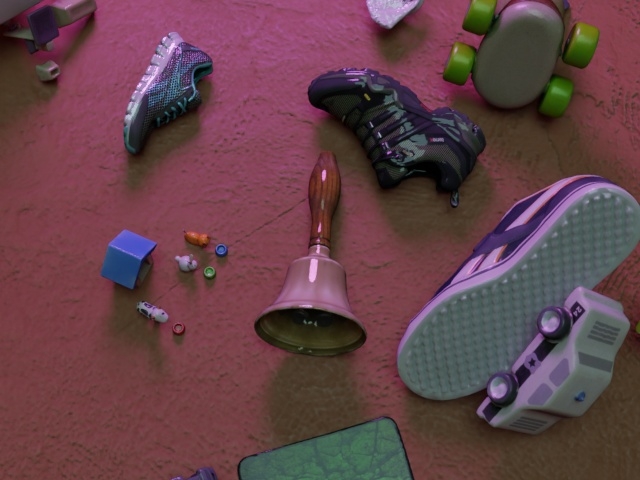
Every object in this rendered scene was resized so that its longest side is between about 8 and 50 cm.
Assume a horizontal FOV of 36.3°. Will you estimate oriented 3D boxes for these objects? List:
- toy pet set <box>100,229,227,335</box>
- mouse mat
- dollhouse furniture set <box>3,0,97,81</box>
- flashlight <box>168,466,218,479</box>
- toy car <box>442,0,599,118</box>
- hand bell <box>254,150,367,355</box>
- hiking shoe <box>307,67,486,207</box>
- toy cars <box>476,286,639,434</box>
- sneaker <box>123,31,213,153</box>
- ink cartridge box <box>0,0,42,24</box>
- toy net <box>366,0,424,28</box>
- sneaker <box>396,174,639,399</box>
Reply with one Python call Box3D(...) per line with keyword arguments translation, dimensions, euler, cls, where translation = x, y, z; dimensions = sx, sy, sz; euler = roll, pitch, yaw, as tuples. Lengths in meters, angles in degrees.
Box3D(translation=(-0.184, 0.029, 1.127), dimensions=(0.114, 0.065, 0.122), euler=(24, 73, 6), cls="toy pet set")
Box3D(translation=(0.015, 0.291, 1.083), dimensions=(0.190, 0.007, 0.152), euler=(-16, 74, -6), cls="mouse mat")
Box3D(translation=(-0.341, -0.269, 1.240), dimensions=(0.081, 0.091, 0.114), euler=(16, 42, 33), cls="dollhouse furniture set")
Box3D(translation=(-0.103, 0.392, 0.998), dimensions=(0.103, 0.103, 0.304), euler=(-24, 76, -6), cls="flashlight")
Box3D(translation=(0.254, -0.269, 1.225), dimensions=(0.155, 0.149, 0.188), euler=(19, 44, 0), cls="toy car")
Box3D(translation=(0.000, 0.000, 1.139), dimensions=(0.126, 0.126, 0.242), euler=(6, 59, 0), cls="hand bell")
Box3D(translation=(0.081, -0.125, 1.173), dimensions=(0.227, 0.086, 0.114), euler=(23, 70, 4), cls="hiking shoe")
Box3D(translation=(0.353, 0.104, 1.058), dimensions=(0.394, 0.176, 0.087), euler=(-26, 44, -9), cls="toy cars")
Box3D(translation=(-0.185, -0.175, 1.195), dimensions=(0.076, 0.065, 0.166), euler=(23, 75, 1), cls="sneaker")
Box3D(translation=(-0.470, -0.370, 1.184), dimensions=(0.197, 0.114, 0.273), euler=(-32, 62, -8), cls="ink cartridge box")
Box3D(translation=(0.126, -0.366, 1.275), dimensions=(0.122, 0.045, 0.232), euler=(17, 74, 1), cls="toy net")
Box3D(translation=(0.220, 0.052, 1.112), dimensions=(0.321, 0.127, 0.126), euler=(-40, 101, 12), cls="sneaker")
